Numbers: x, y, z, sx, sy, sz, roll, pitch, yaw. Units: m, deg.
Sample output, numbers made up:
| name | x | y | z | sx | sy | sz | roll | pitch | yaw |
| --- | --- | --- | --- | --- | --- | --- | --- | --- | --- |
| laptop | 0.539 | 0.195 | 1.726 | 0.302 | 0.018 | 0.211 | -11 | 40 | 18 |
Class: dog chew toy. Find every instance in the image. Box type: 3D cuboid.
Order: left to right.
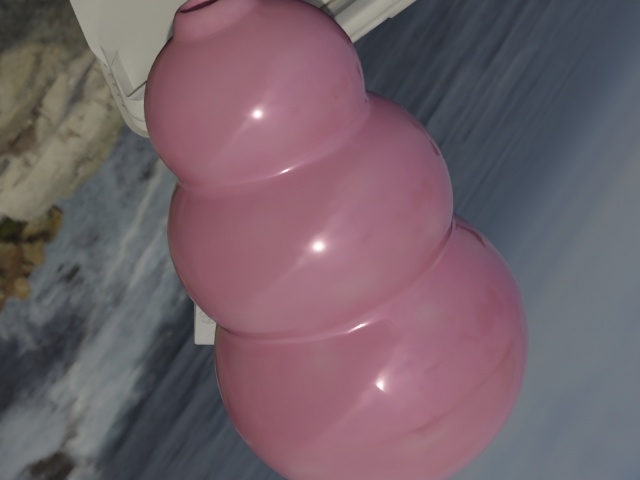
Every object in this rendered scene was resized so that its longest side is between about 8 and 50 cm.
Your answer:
| name | x | y | z | sx | sy | sz | roll | pitch | yaw |
| --- | --- | --- | --- | --- | --- | --- | --- | --- | --- |
| dog chew toy | 0.000 | 0.000 | 0.692 | 0.206 | 0.206 | 0.332 | -48 | 123 | -38 |

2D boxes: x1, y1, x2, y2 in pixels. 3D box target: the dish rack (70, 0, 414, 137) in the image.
| name | x | y | z | sx | sy | sz | roll | pitch | yaw |
| --- | --- | --- | --- | --- | --- | --- | --- | --- | --- |
| dish rack | -0.079 | -0.244 | 0.812 | 0.333 | 0.285 | 0.072 | -32 | 167 | 34 |

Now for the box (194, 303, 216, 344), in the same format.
| name | x | y | z | sx | sy | sz | roll | pitch | yaw |
| --- | --- | --- | --- | --- | --- | --- | --- | --- | --- |
| box | -0.058 | -0.020 | 1.253 | 0.290 | 0.169 | 0.087 | -94 | -173 | -45 |
